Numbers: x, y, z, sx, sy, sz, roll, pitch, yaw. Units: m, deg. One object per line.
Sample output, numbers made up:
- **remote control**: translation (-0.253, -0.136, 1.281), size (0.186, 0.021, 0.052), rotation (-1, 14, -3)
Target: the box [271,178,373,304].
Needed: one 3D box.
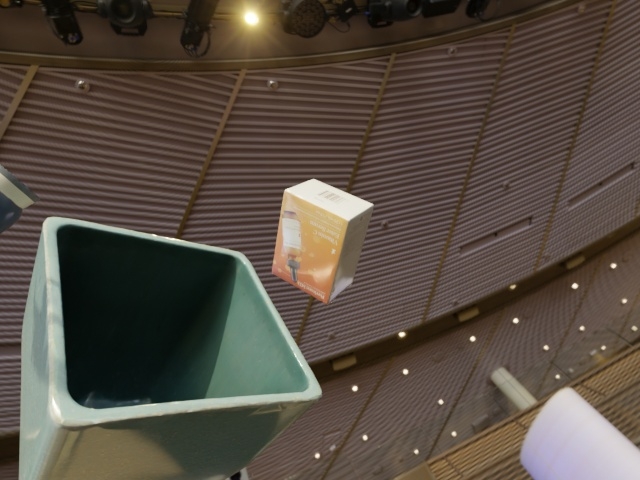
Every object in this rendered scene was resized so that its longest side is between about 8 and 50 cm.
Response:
- **box**: translation (0.000, 0.000, 0.712), size (0.091, 0.130, 0.171), rotation (-32, -39, -51)

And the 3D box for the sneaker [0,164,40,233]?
- **sneaker**: translation (-0.504, -0.091, 0.474), size (0.131, 0.318, 0.112), rotation (-58, -12, -21)

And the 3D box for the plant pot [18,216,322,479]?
- **plant pot**: translation (-0.201, 0.164, 0.459), size (0.247, 0.248, 0.252), rotation (14, -62, -42)
